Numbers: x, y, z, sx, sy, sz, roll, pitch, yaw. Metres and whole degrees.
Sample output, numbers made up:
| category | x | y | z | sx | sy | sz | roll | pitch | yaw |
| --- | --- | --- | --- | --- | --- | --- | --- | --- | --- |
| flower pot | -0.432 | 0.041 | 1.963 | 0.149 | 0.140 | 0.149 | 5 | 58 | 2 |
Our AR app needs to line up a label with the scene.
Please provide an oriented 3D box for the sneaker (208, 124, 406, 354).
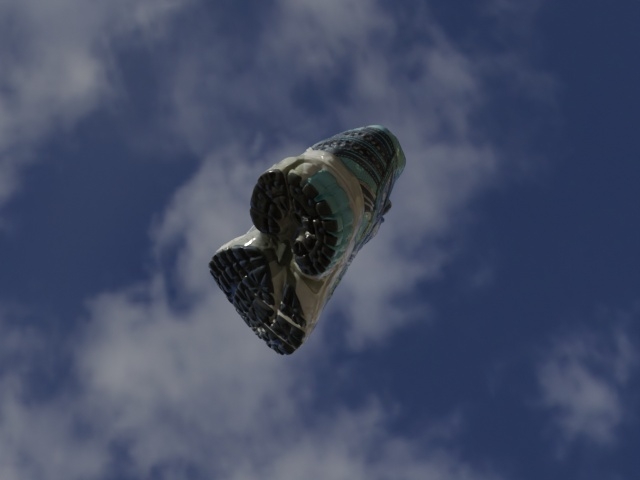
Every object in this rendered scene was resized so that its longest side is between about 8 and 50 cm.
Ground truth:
| category | x | y | z | sx | sy | sz | roll | pitch | yaw |
| --- | --- | --- | --- | --- | --- | --- | --- | --- | --- |
| sneaker | 0.000 | 0.000 | 1.491 | 0.122 | 0.283 | 0.110 | -37 | -98 | -28 |
